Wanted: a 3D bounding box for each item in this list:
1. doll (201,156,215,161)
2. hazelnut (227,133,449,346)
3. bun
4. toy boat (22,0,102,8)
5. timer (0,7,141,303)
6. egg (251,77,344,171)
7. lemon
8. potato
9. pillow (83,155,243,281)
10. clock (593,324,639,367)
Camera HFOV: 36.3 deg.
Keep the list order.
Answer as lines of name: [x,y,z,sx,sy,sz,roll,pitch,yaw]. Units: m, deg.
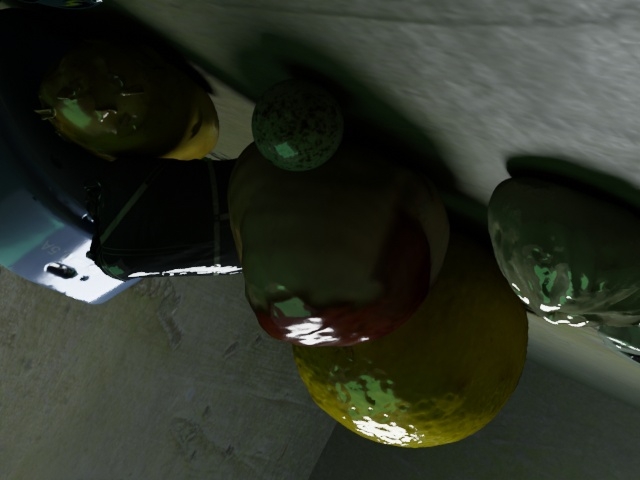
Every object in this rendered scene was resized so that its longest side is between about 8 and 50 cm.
doll: [-0.164,-0.123,1.921,0.190,0.050,0.115,26,180,43]
hazelnut: [0.000,0.000,1.043,0.261,0.241,0.261,21,-138,-21]
bun: [0.216,0.021,0.845,0.183,0.102,0.183,30,177,2]
toy boat: [-0.292,-0.248,0.793,0.246,0.103,0.093,23,153,-7]
timer: [-0.374,-0.120,1.259,0.395,0.173,0.395,49,-159,-26]
egg: [-0.020,-0.105,0.896,0.085,0.085,0.110,27,-176,6]
lemon: [0.119,0.124,1.313,0.336,0.336,0.336,27,176,2]
potato: [-0.228,-0.160,1.162,0.173,0.140,0.300,10,177,16]
pillow: [-0.114,-0.033,1.176,0.335,0.161,0.092,-4,-154,-19]
clock: [0.400,0.120,1.072,0.318,0.080,0.318,27,177,2]
